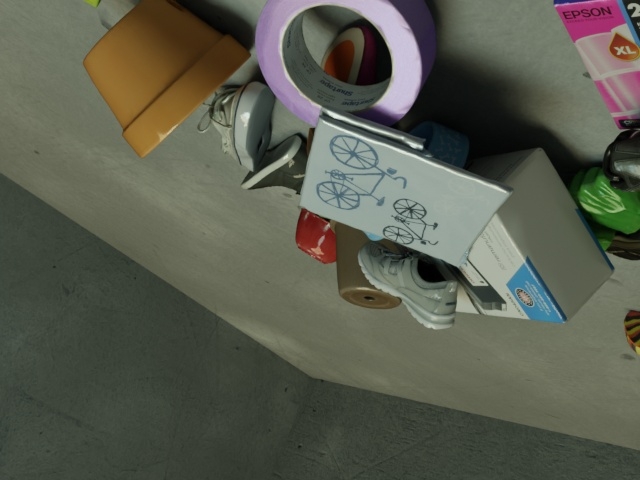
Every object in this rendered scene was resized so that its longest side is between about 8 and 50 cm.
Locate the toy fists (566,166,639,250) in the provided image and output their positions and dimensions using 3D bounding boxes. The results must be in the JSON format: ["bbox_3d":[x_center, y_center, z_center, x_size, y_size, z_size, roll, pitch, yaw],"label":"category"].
[{"bbox_3d":[0.509,-0.059,1.549,0.142,0.096,0.279,19,160,-3],"label":"toy fists"}]

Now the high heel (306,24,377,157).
[{"bbox_3d":[0.091,-0.272,1.528,0.182,0.127,0.377,-12,158,-19],"label":"high heel"}]

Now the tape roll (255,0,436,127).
[{"bbox_3d":[0.039,-0.304,1.287,0.275,0.090,0.274,15,134,16],"label":"tape roll"}]

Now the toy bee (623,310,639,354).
[{"bbox_3d":[0.852,0.267,1.911,0.298,0.162,0.195,-1,148,49],"label":"toy bee"}]

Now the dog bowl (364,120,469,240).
[{"bbox_3d":[0.158,-0.120,1.586,0.074,0.165,0.297,32,134,-21],"label":"dog bowl"}]

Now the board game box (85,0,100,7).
[{"bbox_3d":[-0.436,-0.510,1.508,0.092,0.043,0.181,28,160,-14],"label":"board game box"}]

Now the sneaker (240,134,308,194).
[{"bbox_3d":[-0.081,-0.147,1.957,0.147,0.104,0.296,36,153,-19],"label":"sneaker"}]

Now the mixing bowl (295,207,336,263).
[{"bbox_3d":[0.000,0.000,2.188,0.181,0.098,0.181,32,177,2],"label":"mixing bowl"}]

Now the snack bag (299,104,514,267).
[{"bbox_3d":[0.136,-0.083,1.408,0.343,0.037,0.323,21,154,2],"label":"snack bag"}]

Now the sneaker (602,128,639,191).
[{"bbox_3d":[0.513,-0.122,1.261,0.135,0.097,0.276,3,-178,29],"label":"sneaker"}]

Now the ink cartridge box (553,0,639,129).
[{"bbox_3d":[0.439,-0.282,1.100,0.176,0.069,0.371,5,151,42],"label":"ink cartridge box"}]

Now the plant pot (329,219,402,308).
[{"bbox_3d":[0.137,0.035,1.942,0.263,0.229,0.263,9,158,4],"label":"plant pot"}]

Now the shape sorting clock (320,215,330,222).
[{"bbox_3d":[0.057,-0.079,2.078,0.206,0.040,0.206,12,161,4],"label":"shape sorting clock"}]

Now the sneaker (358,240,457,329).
[{"bbox_3d":[0.188,0.063,1.665,0.105,0.115,0.281,-5,-149,-39],"label":"sneaker"}]

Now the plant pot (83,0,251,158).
[{"bbox_3d":[-0.303,-0.325,1.535,0.203,0.291,0.291,46,154,-14],"label":"plant pot"}]

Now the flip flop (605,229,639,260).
[{"bbox_3d":[0.638,-0.002,1.592,0.112,0.080,0.277,25,176,-17],"label":"flip flop"}]

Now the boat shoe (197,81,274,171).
[{"bbox_3d":[-0.193,-0.266,1.769,0.157,0.135,0.367,26,170,2],"label":"boat shoe"}]

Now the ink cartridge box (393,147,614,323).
[{"bbox_3d":[0.324,-0.004,1.604,0.285,0.166,0.395,54,159,-15],"label":"ink cartridge box"}]
